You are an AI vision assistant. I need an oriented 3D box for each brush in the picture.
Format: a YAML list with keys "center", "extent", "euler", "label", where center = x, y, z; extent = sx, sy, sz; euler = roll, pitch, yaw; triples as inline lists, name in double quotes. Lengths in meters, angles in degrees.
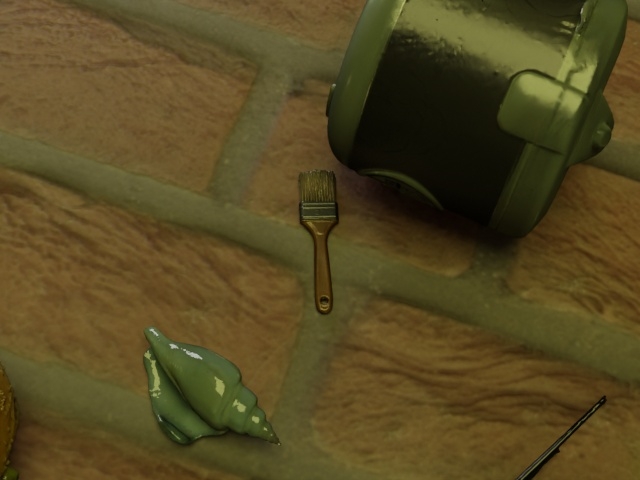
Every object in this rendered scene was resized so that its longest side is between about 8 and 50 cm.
- center: [0.000, 0.000, 1.167]
  extent: [0.043, 0.014, 0.170]
  euler: [-1, 64, -4]
  label: "brush"

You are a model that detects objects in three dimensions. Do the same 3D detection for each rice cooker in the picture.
- center: [0.169, -0.160, 1.126]
  extent: [0.277, 0.288, 0.288]
  euler: [23, 63, 5]
  label: "rice cooker"

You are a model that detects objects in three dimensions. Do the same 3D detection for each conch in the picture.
- center: [-0.112, 0.152, 1.058]
  extent: [0.180, 0.088, 0.065]
  euler: [34, 21, 19]
  label: "conch"

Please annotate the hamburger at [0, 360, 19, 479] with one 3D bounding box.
- center: [-0.362, 0.154, 0.979]
  extent: [0.182, 0.118, 0.191]
  euler: [10, 59, -22]
  label: "hamburger"

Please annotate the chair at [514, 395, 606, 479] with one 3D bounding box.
- center: [0.204, 0.295, 0.960]
  extent: [0.247, 0.172, 0.159]
  euler: [-35, 72, -28]
  label: "chair"
